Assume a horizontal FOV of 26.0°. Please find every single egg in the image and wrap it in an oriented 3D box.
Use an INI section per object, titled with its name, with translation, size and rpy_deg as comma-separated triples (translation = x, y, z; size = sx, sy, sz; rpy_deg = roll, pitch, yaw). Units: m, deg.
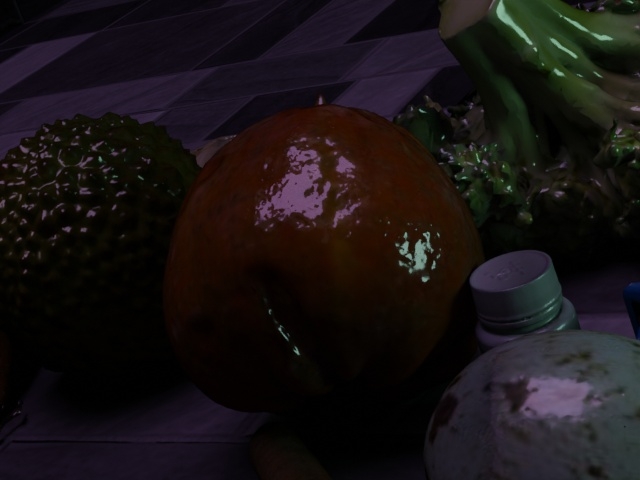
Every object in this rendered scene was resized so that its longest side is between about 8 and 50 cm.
[egg]
translation = 0.180, 0.141, 0.873
size = 0.231, 0.169, 0.169
rpy_deg = 1, 26, 15

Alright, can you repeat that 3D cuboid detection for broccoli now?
[broccoli]
translation = 0.235, -0.119, 1.315
size = 0.318, 0.338, 0.277
rpy_deg = 17, 51, -13

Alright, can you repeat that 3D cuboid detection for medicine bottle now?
[medicine bottle]
translation = 0.164, 0.079, 1.080
size = 0.080, 0.130, 0.080
rpy_deg = -16, 21, 6

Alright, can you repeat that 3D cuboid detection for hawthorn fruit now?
[hawthorn fruit]
translation = 0.000, 0.000, 1.167
size = 0.277, 0.277, 0.298
rpy_deg = -12, 64, 17

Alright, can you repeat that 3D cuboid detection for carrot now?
[carrot]
translation = -0.005, 0.203, 1.017
size = 0.070, 0.070, 0.342
rpy_deg = -23, 20, -11

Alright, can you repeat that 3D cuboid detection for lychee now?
[lychee]
translation = -0.217, 0.011, 1.389
size = 0.270, 0.320, 0.269
rpy_deg = -24, 45, 26

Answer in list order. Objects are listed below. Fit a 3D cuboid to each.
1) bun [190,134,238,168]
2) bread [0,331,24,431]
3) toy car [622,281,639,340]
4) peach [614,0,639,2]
[bun]
translation = -0.114, -0.062, 1.669
size = 0.237, 0.116, 0.210
rpy_deg = -9, 24, 26
[bread]
translation = -0.418, 0.181, 1.411
size = 0.249, 0.279, 0.315
rpy_deg = -11, 65, 20
[toy car]
translation = 0.295, 0.062, 1.061
size = 0.100, 0.097, 0.191
rpy_deg = -3, 26, 45
[peach]
translation = 0.429, -0.207, 1.503
size = 0.233, 0.232, 0.232
rpy_deg = -16, 22, 7
